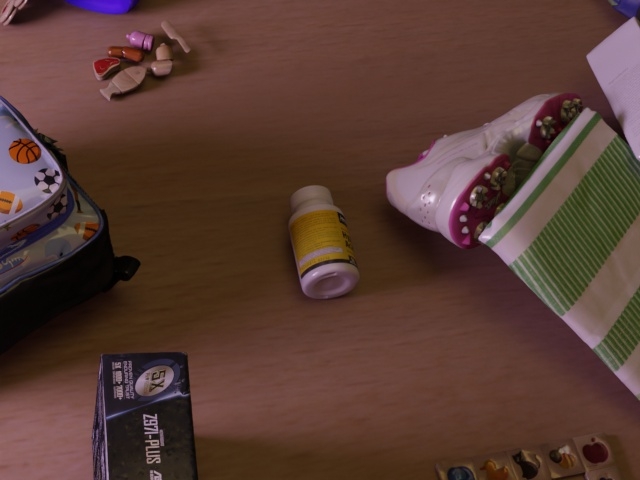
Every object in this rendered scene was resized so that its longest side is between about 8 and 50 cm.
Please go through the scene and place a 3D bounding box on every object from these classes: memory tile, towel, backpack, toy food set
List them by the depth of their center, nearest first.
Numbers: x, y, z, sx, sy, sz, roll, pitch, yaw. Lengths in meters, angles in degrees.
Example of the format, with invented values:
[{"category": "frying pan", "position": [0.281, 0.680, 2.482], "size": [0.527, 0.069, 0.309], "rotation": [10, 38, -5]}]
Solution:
[{"category": "backpack", "position": [-0.362, -0.027, 1.180], "size": [0.277, 0.213, 0.263], "rotation": [-30, 58, -26]}, {"category": "towel", "position": [0.349, 0.035, 1.354], "size": [0.325, 0.038, 0.248], "rotation": [45, 57, -4]}, {"category": "memory tile", "position": [-0.338, -0.331, 1.439], "size": [0.012, 0.113, 0.148], "rotation": [31, 49, -27]}, {"category": "toy food set", "position": [-0.220, -0.215, 1.445], "size": [0.122, 0.019, 0.078], "rotation": [-30, 68, -20]}]

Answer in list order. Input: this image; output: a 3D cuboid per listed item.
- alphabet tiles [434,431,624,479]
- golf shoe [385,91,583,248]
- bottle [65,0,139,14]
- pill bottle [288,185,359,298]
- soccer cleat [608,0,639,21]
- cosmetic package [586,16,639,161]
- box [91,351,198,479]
[{"category": "alphabet tiles", "position": [0.217, 0.301, 1.211], "size": [0.237, 0.009, 0.198], "rotation": [-7, 59, -17]}, {"category": "golf shoe", "position": [0.197, -0.104, 1.414], "size": [0.140, 0.115, 0.306], "rotation": [18, 37, 35]}, {"category": "bottle", "position": [-0.253, -0.412, 1.521], "size": [0.118, 0.092, 0.282], "rotation": [14, 55, -6]}, {"category": "pill bottle", "position": [0.000, 0.000, 1.324], "size": [0.065, 0.065, 0.116], "rotation": [-5, 58, -16]}, {"category": "soccer cleat", "position": [0.502, -0.398, 1.697], "size": [0.289, 0.093, 0.121], "rotation": [-34, 63, -30]}, {"category": "cosmetic package", "position": [0.412, -0.159, 1.456], "size": [0.117, 0.085, 0.231], "rotation": [33, 30, -30]}, {"category": "box", "position": [-0.159, 0.204, 1.079], "size": [0.078, 0.180, 0.147], "rotation": [0, 57, -14]}]
